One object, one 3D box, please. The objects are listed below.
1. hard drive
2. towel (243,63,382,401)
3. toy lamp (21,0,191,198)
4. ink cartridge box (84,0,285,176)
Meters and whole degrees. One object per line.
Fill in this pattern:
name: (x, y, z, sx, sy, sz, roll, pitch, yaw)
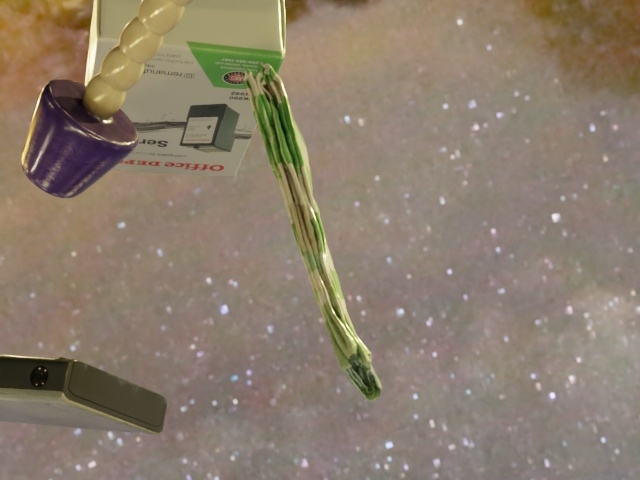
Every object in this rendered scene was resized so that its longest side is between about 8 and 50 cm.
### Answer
hard drive: (-0.160, 0.077, 0.518, 0.135, 0.022, 0.094, 1, 161, 22)
towel: (0.000, 0.000, 1.078, 0.038, 0.325, 0.248, -20, 163, 2)
toy lamp: (-0.120, -0.144, 0.703, 0.275, 0.080, 0.080, -51, -171, 22)
ink cartridge box: (-0.176, -0.198, 1.238, 0.211, 0.122, 0.289, 3, 154, -15)
